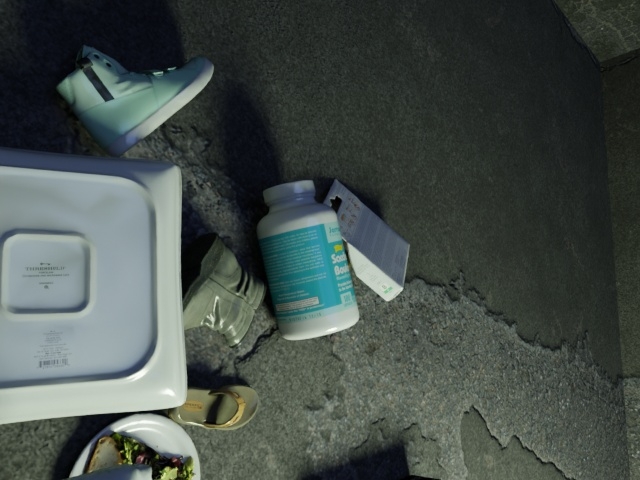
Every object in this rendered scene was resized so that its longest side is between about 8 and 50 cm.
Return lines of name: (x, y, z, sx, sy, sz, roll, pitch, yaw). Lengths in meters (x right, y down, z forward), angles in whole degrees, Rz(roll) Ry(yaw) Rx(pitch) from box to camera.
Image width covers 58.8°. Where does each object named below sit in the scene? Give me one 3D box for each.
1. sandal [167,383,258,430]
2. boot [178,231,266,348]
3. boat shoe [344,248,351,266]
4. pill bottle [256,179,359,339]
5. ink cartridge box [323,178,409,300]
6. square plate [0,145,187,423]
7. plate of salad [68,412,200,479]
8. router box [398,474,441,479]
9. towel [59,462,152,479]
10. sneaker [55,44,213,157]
sandal: (-0.154, 0.257, 0.878, 0.180, 0.049, 0.072, 24, 63, -51)
boot: (-0.174, 0.121, 0.882, 0.161, 0.083, 0.246, 52, 50, -31)
boat shoe: (0.001, -0.001, 1.120, 0.153, 0.048, 0.056, 51, 57, -16)
pill bottle: (-0.028, 0.032, 1.000, 0.146, 0.146, 0.264, -13, 90, -47)
ink cartridge box: (0.083, -0.004, 1.167, 0.225, 0.056, 0.181, 39, 31, -9)
square plate: (-0.333, 0.045, 0.695, 0.347, 0.049, 0.343, 2, 77, -30)
plate of salad: (-0.244, 0.340, 0.774, 0.200, 0.048, 0.199, 15, 69, -43)
router box: (0.124, 0.604, 1.061, 0.309, 0.081, 0.242, 3, 79, -45)
towel: (-0.353, 0.350, 0.492, 0.375, 0.320, 0.090, 0, 37, -48)
sneaker: (-0.274, -0.253, 0.858, 0.151, 0.094, 0.256, 51, 47, -20)
